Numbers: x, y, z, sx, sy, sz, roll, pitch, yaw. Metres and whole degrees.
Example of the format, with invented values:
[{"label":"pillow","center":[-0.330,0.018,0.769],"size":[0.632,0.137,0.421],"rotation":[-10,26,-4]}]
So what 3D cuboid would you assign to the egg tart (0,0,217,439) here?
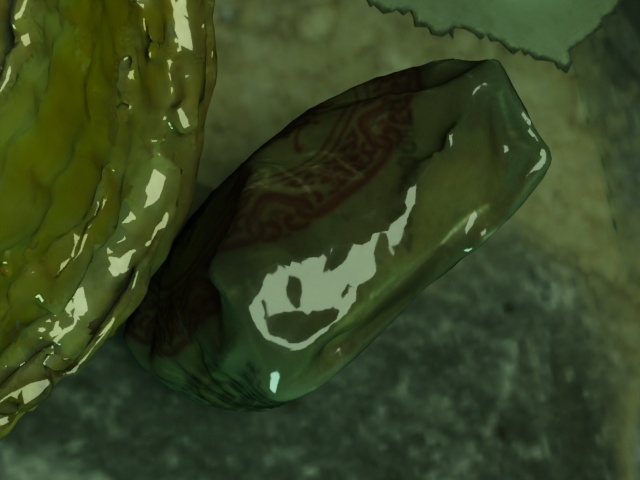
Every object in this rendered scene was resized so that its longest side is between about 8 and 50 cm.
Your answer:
[{"label":"egg tart","center":[-0.167,-0.072,0.443],"size":[0.315,0.120,0.315],"rotation":[3,82,-17]}]

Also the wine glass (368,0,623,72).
[{"label":"wine glass","center":[0.141,-0.201,0.495],"size":[0.238,0.323,0.238],"rotation":[3,83,-21]}]

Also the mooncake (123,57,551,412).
[{"label":"mooncake","center":[0.000,0.000,0.519],"size":[0.073,0.125,0.130],"rotation":[47,67,-1]}]
